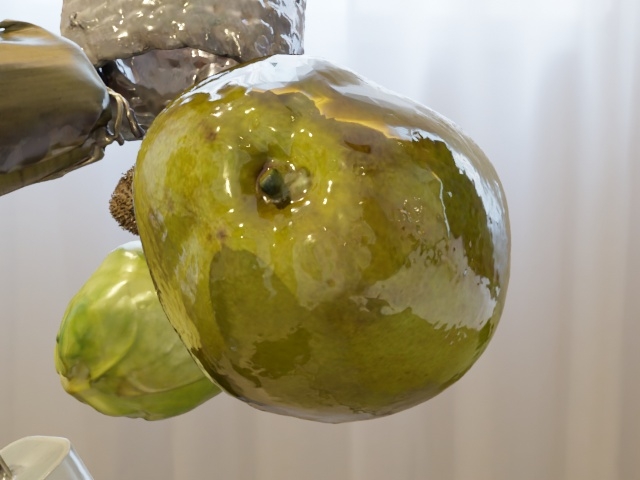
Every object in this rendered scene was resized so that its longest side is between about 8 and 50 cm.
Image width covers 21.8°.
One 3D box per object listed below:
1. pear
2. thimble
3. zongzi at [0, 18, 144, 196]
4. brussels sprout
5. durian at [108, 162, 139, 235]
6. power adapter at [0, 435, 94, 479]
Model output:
[{"bbox_3d":[0.000,0.000,1.166,0.269,0.269,0.321,7,-15,17],"label":"pear"},{"bbox_3d":[-0.131,-0.195,1.584,0.236,0.205,0.172,9,54,-6],"label":"thimble"},{"bbox_3d":[-0.200,-0.086,0.844,0.205,0.204,0.094,-19,64,-13],"label":"zongzi"},{"bbox_3d":[-0.181,0.095,1.777,0.223,0.223,0.161,-15,49,-24],"label":"brussels sprout"},{"bbox_3d":[-0.178,-0.037,1.684,0.080,0.091,0.080,23,44,-24],"label":"durian"},{"bbox_3d":[-0.300,0.300,1.650,0.124,0.255,0.187,-3,32,44],"label":"power adapter"}]
